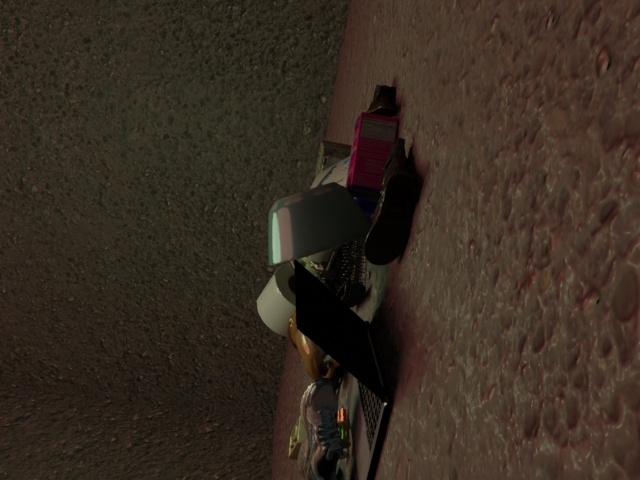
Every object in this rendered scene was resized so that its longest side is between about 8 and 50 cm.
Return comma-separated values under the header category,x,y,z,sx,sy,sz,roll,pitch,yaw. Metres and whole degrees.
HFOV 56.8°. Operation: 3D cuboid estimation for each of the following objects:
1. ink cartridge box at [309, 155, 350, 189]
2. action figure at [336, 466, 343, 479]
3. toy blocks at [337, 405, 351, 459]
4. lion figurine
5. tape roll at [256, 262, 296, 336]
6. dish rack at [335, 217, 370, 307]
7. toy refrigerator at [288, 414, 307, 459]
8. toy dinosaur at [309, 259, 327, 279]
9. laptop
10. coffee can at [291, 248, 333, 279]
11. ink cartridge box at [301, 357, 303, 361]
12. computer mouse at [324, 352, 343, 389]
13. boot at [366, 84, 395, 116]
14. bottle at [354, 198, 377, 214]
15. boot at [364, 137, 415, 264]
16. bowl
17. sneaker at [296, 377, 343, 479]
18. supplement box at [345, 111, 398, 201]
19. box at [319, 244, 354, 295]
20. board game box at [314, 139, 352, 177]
category,x,y,z,sx,sy,sz,roll,pitch,yaw
ink cartridge box,0.035,-0.143,1.972,0.296,0.066,0.261,-21,41,58
action figure,0.051,0.668,1.457,0.232,0.063,0.137,174,107,-88
toy blocks,0.055,0.515,1.653,0.123,0.054,0.148,98,176,-46
lion figurine,-0.024,0.339,1.901,0.392,0.142,0.240,-105,22,-55
tape roll,-0.104,0.232,2.306,0.169,0.246,0.246,-56,20,35
dish rack,0.101,0.065,1.802,0.208,0.074,0.272,117,161,-69
toy refrigerator,-0.064,0.756,2.257,0.269,0.094,0.102,109,168,-57
toy dinosaur,0.055,0.163,2.035,0.160,0.121,0.314,86,165,-51
laptop,0.020,0.316,1.436,0.382,0.236,0.408,-97,17,-71
coffee can,0.000,0.000,2.227,0.275,0.201,0.202,108,169,-58
ink cartridge box,-0.050,0.454,2.704,0.180,0.060,0.104,-90,10,-53
computer mouse,0.024,0.421,2.020,0.272,0.072,0.189,-97,16,-68
boot,0.178,-0.415,1.735,0.219,0.082,0.106,-123,39,-84
bottle,0.136,-0.220,1.778,0.118,0.092,0.283,178,101,-72
boot,0.170,-0.094,1.421,0.229,0.091,0.263,-82,7,-65
bowl,-0.019,-0.057,1.617,0.311,0.311,0.163,-175,67,-84
sneaker,0.018,0.494,1.513,0.122,0.110,0.283,14,104,58
supplement box,0.143,-0.232,1.661,0.111,0.114,0.220,132,148,-80
box,0.056,0.097,1.905,0.116,0.029,0.162,56,-134,-42
board game box,0.064,-0.284,2.305,0.275,0.144,0.142,-99,19,-68
